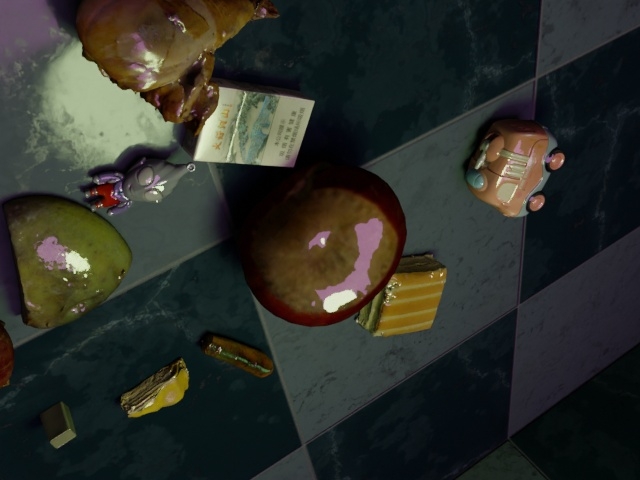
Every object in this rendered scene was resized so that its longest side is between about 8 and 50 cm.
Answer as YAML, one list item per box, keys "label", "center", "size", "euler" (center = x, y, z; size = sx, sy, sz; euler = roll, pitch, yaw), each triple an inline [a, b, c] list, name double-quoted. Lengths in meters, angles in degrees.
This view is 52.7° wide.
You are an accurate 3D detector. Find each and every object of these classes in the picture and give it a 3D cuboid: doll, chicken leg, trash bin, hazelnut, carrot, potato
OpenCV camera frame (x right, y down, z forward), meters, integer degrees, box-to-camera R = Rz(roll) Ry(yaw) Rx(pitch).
- label: "doll"
  center: [-0.366, -0.119, 1.330]
  size: [0.227, 0.075, 0.102]
  euler: [-18, 122, -11]
- label: "chicken leg"
  center: [-0.234, -0.348, 1.190]
  size: [0.409, 0.182, 0.295]
  euler: [-34, 121, -36]
- label: "trash bin"
  center: [-0.622, 0.438, 1.536]
  size: [0.060, 0.092, 0.043]
  euler: [-32, 134, -15]
- label: "hazelnut"
  center: [0.000, 0.000, 1.528]
  size: [0.409, 0.359, 0.359]
  euler: [-43, 137, -9]
- label: "carrot"
  center: [-0.226, 0.316, 1.771]
  size: [0.070, 0.070, 0.260]
  euler: [-51, 136, 6]
- label: "potato"
  center: [-0.539, 0.035, 1.287]
  size: [0.269, 0.112, 0.255]
  euler: [-37, 136, -12]

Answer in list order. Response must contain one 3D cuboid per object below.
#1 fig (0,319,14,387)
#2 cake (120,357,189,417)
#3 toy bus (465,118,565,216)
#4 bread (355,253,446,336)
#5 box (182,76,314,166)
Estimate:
- label: "fig"
  center: [-0.690, 0.221, 1.263]
  size: [0.205, 0.205, 0.205]
  euler: [-20, 132, -25]
- label: "cake"
  center: [-0.417, 0.379, 1.663]
  size: [0.184, 0.080, 0.116]
  euler: [-3, 125, -31]
- label: "toy bus"
  center: [0.544, -0.215, 1.878]
  size: [0.232, 0.194, 0.288]
  euler: [5, 119, -31]
- label: "bread"
  center: [0.251, 0.168, 1.992]
  size: [0.246, 0.111, 0.239]
  euler: [-7, 122, -31]
- label: "box"
  center: [-0.153, -0.251, 1.393]
  size: [0.256, 0.069, 0.164]
  euler: [-1, 121, -37]
